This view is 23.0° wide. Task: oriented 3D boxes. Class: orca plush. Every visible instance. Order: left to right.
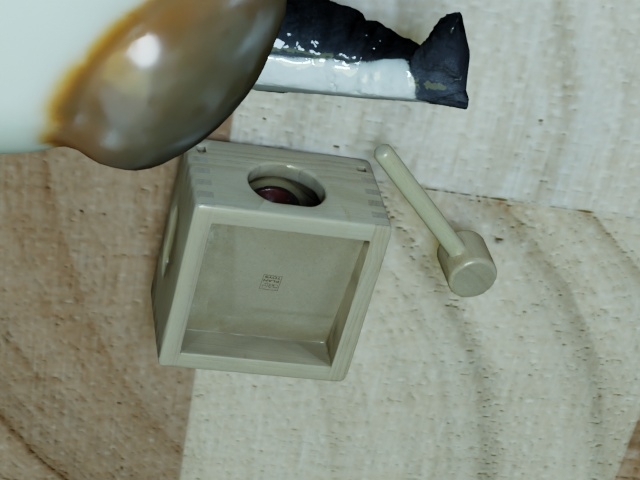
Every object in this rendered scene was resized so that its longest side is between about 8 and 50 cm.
[{"bbox_3d":[-0.052,-0.143,0.913,0.287,0.151,0.102,7,90,25],"label":"orca plush"}]

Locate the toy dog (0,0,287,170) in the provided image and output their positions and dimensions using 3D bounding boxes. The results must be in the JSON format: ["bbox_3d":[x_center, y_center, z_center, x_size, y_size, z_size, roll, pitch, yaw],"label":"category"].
[{"bbox_3d":[-0.131,-0.193,0.660,0.284,0.408,0.395,29,113,-16],"label":"toy dog"}]

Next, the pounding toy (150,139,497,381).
[{"bbox_3d":[0.008,-0.007,1.030,0.206,0.094,0.181,6,123,-15],"label":"pounding toy"}]
